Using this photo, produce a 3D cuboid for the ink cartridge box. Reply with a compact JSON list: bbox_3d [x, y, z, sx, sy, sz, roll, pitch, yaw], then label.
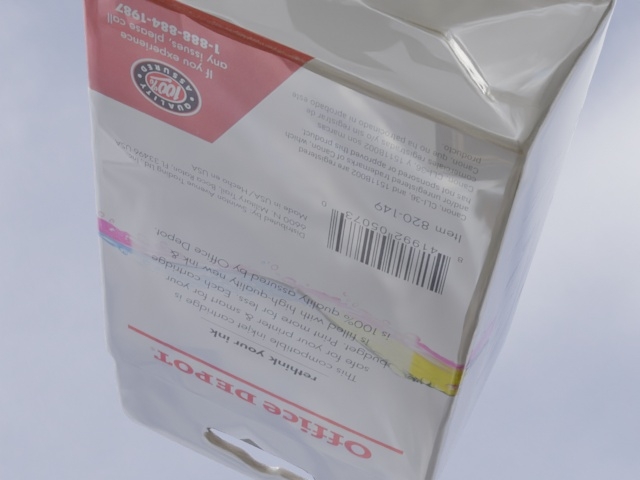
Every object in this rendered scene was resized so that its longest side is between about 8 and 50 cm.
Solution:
[{"bbox_3d":[0.000,0.000,0.400,0.115,0.198,0.067,24,-128,12],"label":"ink cartridge box"}]
